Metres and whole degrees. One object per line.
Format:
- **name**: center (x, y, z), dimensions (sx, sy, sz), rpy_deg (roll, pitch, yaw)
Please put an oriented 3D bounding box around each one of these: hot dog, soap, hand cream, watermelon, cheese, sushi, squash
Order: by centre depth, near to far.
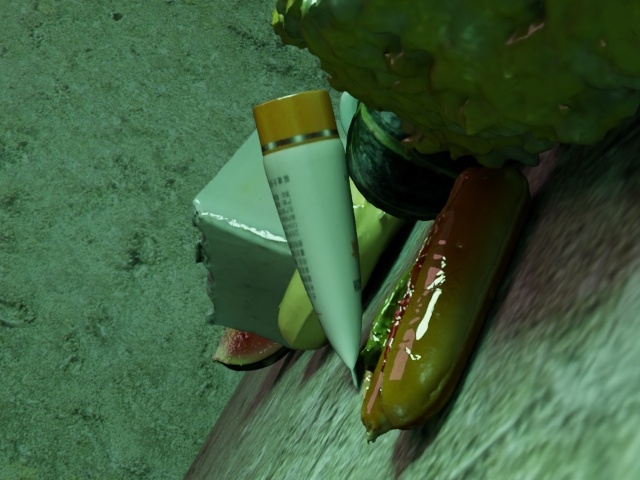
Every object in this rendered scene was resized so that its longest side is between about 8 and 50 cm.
- **sushi**: center (0.150, -0.240, 0.439), dimensions (0.396, 0.240, 0.351), rpy_deg (-56, 3, -22)
- **hot dog**: center (0.085, 0.040, 0.515), dimensions (0.235, 0.062, 0.092), rpy_deg (-61, 7, -27)
- **squash**: center (0.123, -0.142, 0.726), dimensions (0.252, 0.165, 0.252), rpy_deg (-163, 90, -85)
- **hand cream**: center (0.000, 0.000, 0.774), dimensions (0.139, 0.089, 0.314), rpy_deg (-91, -10, -82)
- **cheese**: center (0.041, 0.012, 1.061), dimensions (0.316, 0.128, 0.259), rpy_deg (112, -178, -51)
- **soap**: center (-0.049, -0.045, 1.418), dimensions (0.350, 0.213, 0.435), rpy_deg (89, -157, -45)
- **watermelon**: center (-0.096, 0.186, 1.616), dimensions (0.303, 0.159, 0.128), rpy_deg (-63, -25, -27)

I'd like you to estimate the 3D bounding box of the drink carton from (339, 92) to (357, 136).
- **drink carton**: center (0.142, -0.179, 0.954), dimensions (0.191, 0.185, 0.189), rpy_deg (-57, 14, 4)
